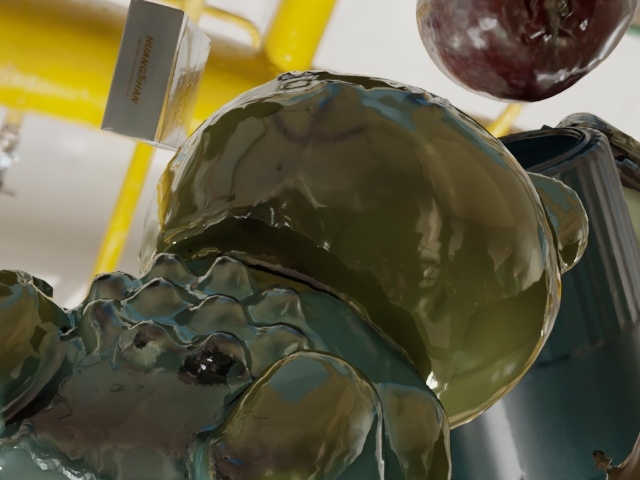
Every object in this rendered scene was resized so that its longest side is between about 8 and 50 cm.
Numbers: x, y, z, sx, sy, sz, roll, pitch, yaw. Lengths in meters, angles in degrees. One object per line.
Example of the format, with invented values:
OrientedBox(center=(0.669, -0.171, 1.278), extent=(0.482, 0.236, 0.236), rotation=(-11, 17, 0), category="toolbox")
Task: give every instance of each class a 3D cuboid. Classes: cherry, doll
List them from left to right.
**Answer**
OrientedBox(center=(-0.010, 0.036, 0.478), extent=(0.177, 0.161, 0.261), rotation=(10, -140, 23), category="doll")
OrientedBox(center=(0.211, -0.258, 1.321), extent=(0.203, 0.230, 0.300), rotation=(44, -176, -26), category="cherry")

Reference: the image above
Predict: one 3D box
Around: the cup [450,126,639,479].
OrientedBox(center=(0.214, 0.049, 1.188), extent=(0.308, 0.292, 0.242), rotation=(-26, -165, -30), category="cup")

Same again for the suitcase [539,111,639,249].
OrientedBox(center=(0.355, 0.052, 1.567), extent=(0.339, 0.351, 0.194), rotation=(32, -150, 1), category="suitcase")

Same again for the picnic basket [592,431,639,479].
OrientedBox(center=(0.250, 0.198, 0.477), extent=(0.321, 0.291, 0.254), rotation=(34, -147, 28), category="picnic basket")

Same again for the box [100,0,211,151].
OrientedBox(center=(-0.185, -0.183, 1.434), extent=(0.067, 0.149, 0.233), rotation=(12, -179, 2), category="box")
